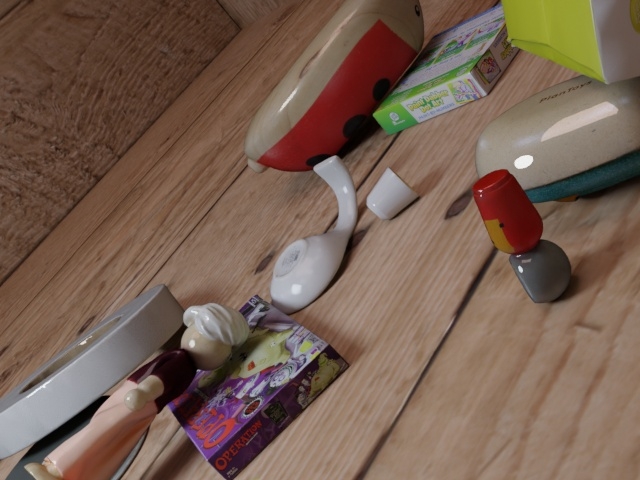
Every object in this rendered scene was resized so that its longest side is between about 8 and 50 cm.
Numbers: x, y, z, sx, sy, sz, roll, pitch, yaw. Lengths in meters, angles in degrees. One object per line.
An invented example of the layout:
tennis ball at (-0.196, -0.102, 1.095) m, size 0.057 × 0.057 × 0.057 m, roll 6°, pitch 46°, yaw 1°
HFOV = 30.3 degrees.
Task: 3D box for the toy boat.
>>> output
toy boat at (0.269, -0.069, 1.311) m, size 0.267 × 0.148 × 0.318 m, roll -16°, pitch 22°, yaw 43°

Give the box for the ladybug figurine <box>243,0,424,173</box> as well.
ladybug figurine at (0.034, -0.289, 2.159) m, size 0.449 × 0.162 × 0.305 m, roll -50°, pitch 3°, yaw 9°

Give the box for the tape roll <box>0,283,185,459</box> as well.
tape roll at (-0.394, 0.213, 1.954) m, size 0.392 × 0.072 × 0.392 m, roll -36°, pitch 6°, yaw 5°

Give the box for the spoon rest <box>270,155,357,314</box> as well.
spoon rest at (0.000, 0.000, 1.794) m, size 0.137 × 0.084 × 0.276 m, roll -24°, pitch 37°, yaw 45°

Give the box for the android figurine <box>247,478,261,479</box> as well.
android figurine at (-0.126, 0.347, 1.229) m, size 0.273 × 0.056 × 0.248 m, roll -33°, pitch 19°, yaw 25°

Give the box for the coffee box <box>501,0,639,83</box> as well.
coffee box at (0.385, -0.397, 1.327) m, size 0.334 × 0.338 × 0.338 m, roll -14°, pitch 18°, yaw -4°

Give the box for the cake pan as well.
cake pan at (-0.384, 0.343, 1.771) m, size 0.293 × 0.054 × 0.293 m, roll -36°, pitch 19°, yaw 14°

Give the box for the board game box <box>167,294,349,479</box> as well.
board game box at (-0.103, 0.185, 1.589) m, size 0.208 × 0.056 × 0.347 m, roll -48°, pitch 19°, yaw -7°

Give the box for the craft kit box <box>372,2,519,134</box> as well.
craft kit box at (0.239, -0.307, 2.043) m, size 0.250 × 0.061 × 0.247 m, roll -18°, pitch 26°, yaw 51°

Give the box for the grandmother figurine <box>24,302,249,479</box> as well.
grandmother figurine at (-0.231, 0.209, 1.558) m, size 0.342 × 0.104 × 0.208 m, roll -42°, pitch 13°, yaw -18°

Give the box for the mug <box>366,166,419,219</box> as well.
mug at (0.106, -0.062, 1.749) m, size 0.064 × 0.078 × 0.062 m, roll -48°, pitch 50°, yaw 7°
